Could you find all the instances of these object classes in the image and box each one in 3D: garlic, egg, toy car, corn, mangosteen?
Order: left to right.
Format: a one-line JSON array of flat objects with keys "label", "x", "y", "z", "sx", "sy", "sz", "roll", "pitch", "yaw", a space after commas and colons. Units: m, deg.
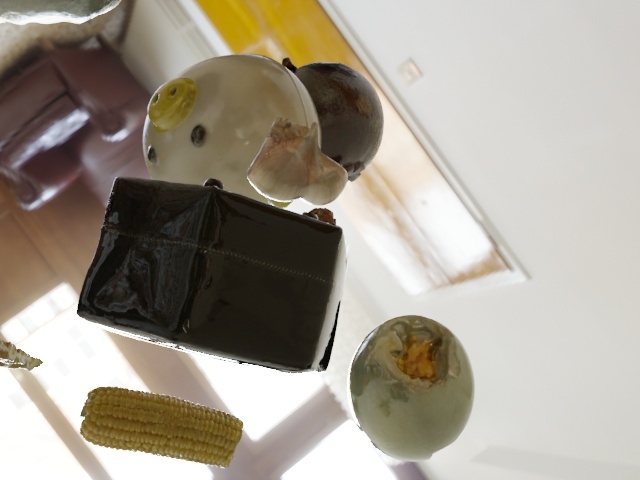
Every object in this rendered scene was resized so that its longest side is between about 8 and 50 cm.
[{"label": "corn", "x": -0.235, "y": 0.277, "z": 1.410, "sx": 0.093, "sy": 0.244, "sz": 0.093, "roll": -167, "pitch": -90, "yaw": -76}, {"label": "garlic", "x": -0.028, "y": -0.111, "z": 1.401, "sx": 0.099, "sy": 0.174, "sz": 0.124, "roll": 17, "pitch": -91, "yaw": 55}, {"label": "mangosteen", "x": -0.020, "y": -0.286, "z": 2.126, "sx": 0.306, "sy": 0.359, "sz": 0.306, "roll": -25, "pitch": 165, "yaw": -7}, {"label": "toy car", "x": 0.000, "y": 0.000, "z": 1.676, "sx": 0.059, "sy": 0.122, "sz": 0.035, "roll": 0, "pitch": 173, "yaw": 3}, {"label": "egg", "x": 0.197, "y": 0.332, "z": 2.049, "sx": 0.278, "sy": 0.278, "sz": 0.336, "roll": -38, "pitch": 146, "yaw": -27}]

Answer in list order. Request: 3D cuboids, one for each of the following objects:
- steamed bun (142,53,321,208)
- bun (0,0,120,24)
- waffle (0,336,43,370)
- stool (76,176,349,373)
[{"label": "steamed bun", "x": -0.175, "y": -0.197, "z": 1.853, "sx": 0.374, "sy": 0.334, "sz": 0.334, "roll": -17, "pitch": -164, "yaw": 43}, {"label": "bun", "x": -0.486, "y": -0.508, "z": 1.719, "sx": 0.354, "sy": 0.354, "sz": 0.194, "roll": -38, "pitch": 147, "yaw": -24}, {"label": "waffle", "x": -0.417, "y": 0.152, "z": 1.287, "sx": 0.125, "sy": 0.032, "sz": 0.191, "roll": -12, "pitch": 159, "yaw": 34}, {"label": "stool", "x": -0.085, "y": 0.032, "z": 0.828, "sx": 0.232, "sy": 0.232, "sz": 0.141, "roll": 158, "pitch": -54, "yaw": -77}]
